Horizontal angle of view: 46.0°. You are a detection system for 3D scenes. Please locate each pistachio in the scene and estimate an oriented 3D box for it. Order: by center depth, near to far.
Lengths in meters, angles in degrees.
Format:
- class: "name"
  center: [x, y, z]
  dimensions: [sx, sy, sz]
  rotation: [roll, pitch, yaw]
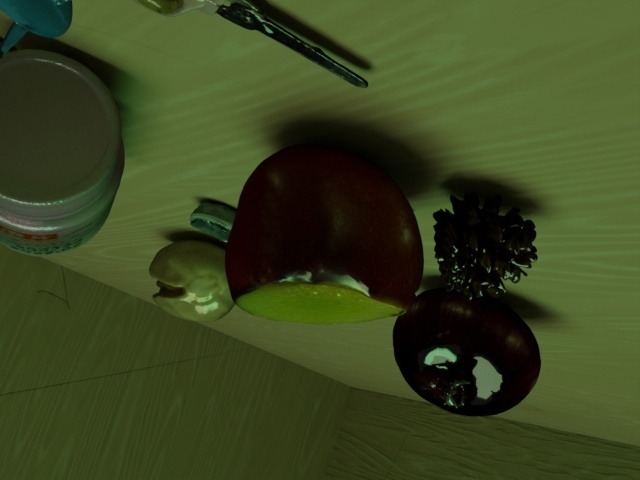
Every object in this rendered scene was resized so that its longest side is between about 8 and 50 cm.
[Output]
- class: "pistachio"
  center: [-0.284, 0.085, 1.715]
  dimensions: [0.187, 0.188, 0.299]
  rotation: [29, 168, -33]

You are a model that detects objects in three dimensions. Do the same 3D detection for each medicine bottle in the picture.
- class: "medicine bottle"
  center: [-0.392, -0.105, 1.065]
  dimensions: [0.219, 0.219, 0.388]
  rotation: [23, 165, -15]

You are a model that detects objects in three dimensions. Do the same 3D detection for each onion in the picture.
- class: "onion"
  center: [0.250, 0.221, 1.351]
  dimensions: [0.273, 0.285, 0.273]
  rotation: [13, 128, 17]

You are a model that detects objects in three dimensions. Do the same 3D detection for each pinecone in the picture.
- class: "pinecone"
  center: [0.199, 0.005, 0.919]
  dimensions: [0.120, 0.140, 0.140]
  rotation: [-5, 168, -10]

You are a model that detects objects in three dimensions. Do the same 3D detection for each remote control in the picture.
- class: "remote control"
  center: [-0.129, -0.005, 1.420]
  dimensions: [0.247, 0.052, 0.104]
  rotation: [27, 162, -25]

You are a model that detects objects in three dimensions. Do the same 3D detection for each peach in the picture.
- class: "peach"
  center: [0.000, 0.000, 0.927]
  dimensions: [0.248, 0.245, 0.274]
  rotation: [-20, 180, -12]

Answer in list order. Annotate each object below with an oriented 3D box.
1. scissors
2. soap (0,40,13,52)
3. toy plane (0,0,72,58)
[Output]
- class: "scissors"
  center: [-0.088, -0.216, 0.676]
  dimensions: [0.317, 0.024, 0.160]
  rotation: [26, 162, -22]
- class: "soap"
  center: [-0.430, -0.261, 0.956]
  dimensions: [0.034, 0.012, 0.089]
  rotation: [8, 161, 36]
- class: "toy plane"
  center: [-0.287, -0.252, 0.640]
  dimensions: [0.254, 0.105, 0.271]
  rotation: [30, 162, 17]
